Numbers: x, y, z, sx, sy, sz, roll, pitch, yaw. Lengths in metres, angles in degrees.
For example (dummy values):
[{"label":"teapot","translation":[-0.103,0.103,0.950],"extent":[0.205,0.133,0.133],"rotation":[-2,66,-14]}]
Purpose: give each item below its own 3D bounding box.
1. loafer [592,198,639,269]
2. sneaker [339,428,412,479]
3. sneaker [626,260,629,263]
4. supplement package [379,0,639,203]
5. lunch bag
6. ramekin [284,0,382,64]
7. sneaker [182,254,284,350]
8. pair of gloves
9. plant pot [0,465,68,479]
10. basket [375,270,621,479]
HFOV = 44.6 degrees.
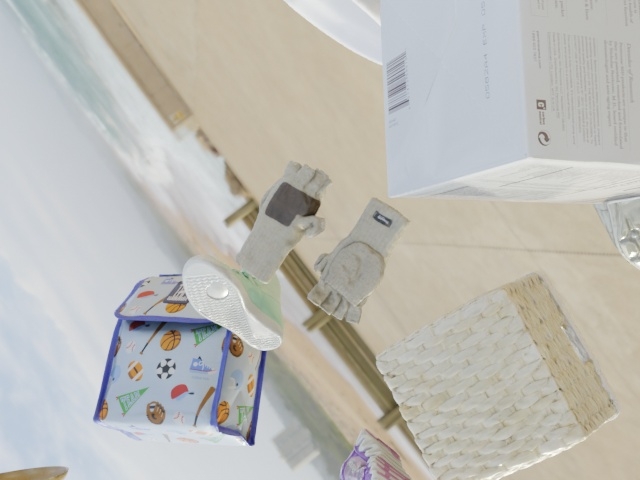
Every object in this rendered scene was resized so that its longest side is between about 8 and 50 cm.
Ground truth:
[{"label":"loafer","translation":[0.402,-0.078,1.020],"extent":[0.319,0.112,0.111],"rotation":[51,-152,-27]},{"label":"sneaker","translation":[0.077,0.371,1.169],"extent":[0.095,0.104,0.236],"rotation":[41,179,-5]},{"label":"sneaker","translation":[0.632,0.010,1.584],"extent":[0.031,0.083,0.035],"rotation":[9,169,21]},{"label":"supplement package","translation":[0.214,-0.141,0.674],"extent":[0.198,0.262,0.199],"rotation":[167,102,-65]},{"label":"lunch bag","translation":[-0.304,0.252,1.783],"extent":[0.327,0.386,0.239],"rotation":[-2,153,21]},{"label":"ramekin","translation":[0.046,-0.378,1.101],"extent":[0.277,0.135,0.277],"rotation":[34,-178,-1]},{"label":"sneaker","translation":[-0.152,0.071,1.367],"extent":[0.256,0.094,0.151],"rotation":[50,-154,-41]},{"label":"pair of gloves","translation":[0.000,0.000,1.246],"extent":[0.240,0.204,0.042],"rotation":[27,-175,15]},{"label":"plant pot","translation":[-0.580,0.453,1.422],"extent":[0.236,0.236,0.032],"rotation":[128,134,-82]},{"label":"basket","translation":[0.343,0.274,1.513],"extent":[0.266,0.331,0.328],"rotation":[-4,-115,-61]}]
